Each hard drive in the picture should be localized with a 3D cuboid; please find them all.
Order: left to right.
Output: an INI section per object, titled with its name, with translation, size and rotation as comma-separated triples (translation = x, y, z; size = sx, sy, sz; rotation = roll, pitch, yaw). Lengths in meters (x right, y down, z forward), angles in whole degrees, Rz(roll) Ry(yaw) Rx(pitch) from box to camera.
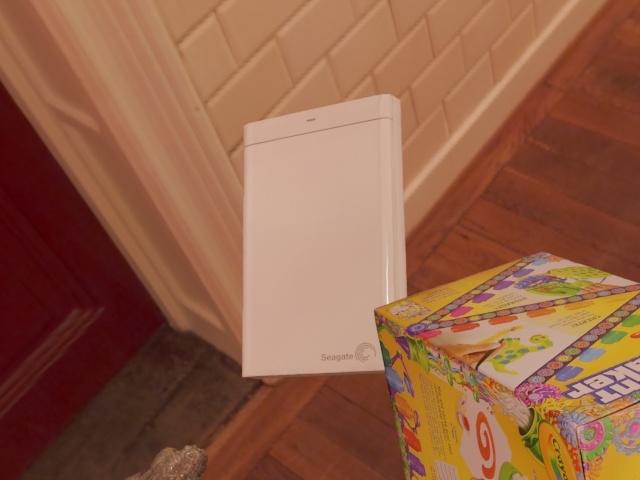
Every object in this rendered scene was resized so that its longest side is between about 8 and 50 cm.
[hard drive]
translation = 0.000, 0.000, 1.216
size = 0.233, 0.047, 0.352
rotation = -7, 77, 31

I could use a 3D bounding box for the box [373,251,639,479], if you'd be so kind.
[box]
translation = 0.200, 0.193, 0.716
size = 0.177, 0.289, 0.279
rotation = -17, 17, -18

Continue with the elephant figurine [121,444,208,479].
[elephant figurine]
translation = -0.193, 0.297, 0.740
size = 0.240, 0.186, 0.169
rotation = -9, 42, -7
